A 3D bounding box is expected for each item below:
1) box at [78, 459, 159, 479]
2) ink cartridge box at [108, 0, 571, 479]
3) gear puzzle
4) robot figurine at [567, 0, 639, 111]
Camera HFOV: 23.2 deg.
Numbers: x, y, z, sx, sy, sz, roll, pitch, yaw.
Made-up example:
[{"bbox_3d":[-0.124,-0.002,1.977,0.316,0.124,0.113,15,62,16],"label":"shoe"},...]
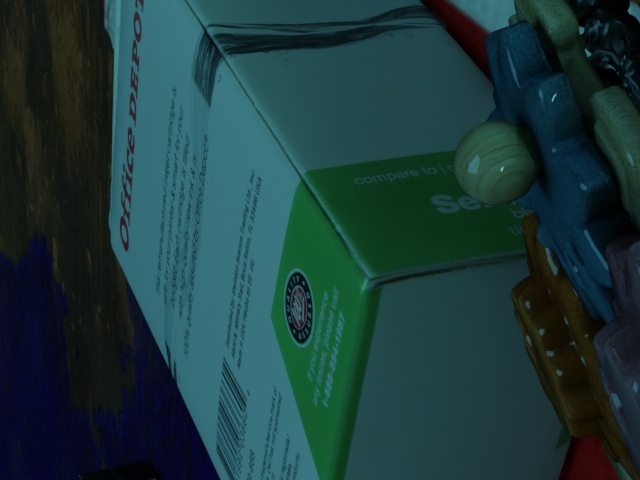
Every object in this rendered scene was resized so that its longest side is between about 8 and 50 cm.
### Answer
[{"bbox_3d":[-0.165,0.237,1.307,0.052,0.062,0.083,-140,46,-56],"label":"box"},{"bbox_3d":[0.000,0.000,0.728,0.289,0.122,0.211,-122,31,-44],"label":"ink cartridge box"},{"bbox_3d":[0.098,0.086,0.479,0.339,0.044,0.175,69,179,-49],"label":"gear puzzle"},{"bbox_3d":[0.129,-0.063,0.438,0.211,0.085,0.291,113,142,-51],"label":"robot figurine"}]
